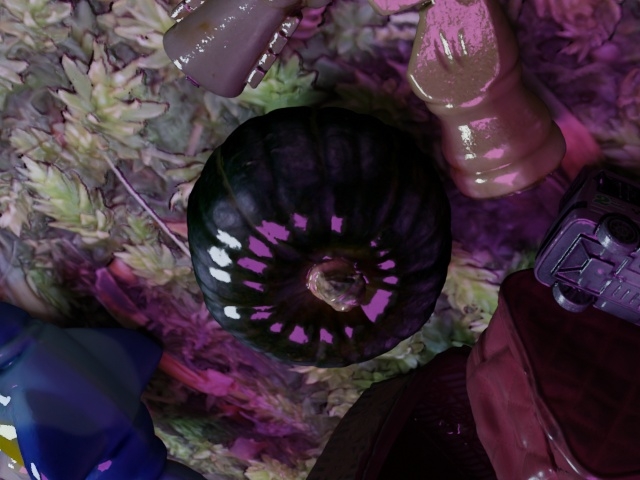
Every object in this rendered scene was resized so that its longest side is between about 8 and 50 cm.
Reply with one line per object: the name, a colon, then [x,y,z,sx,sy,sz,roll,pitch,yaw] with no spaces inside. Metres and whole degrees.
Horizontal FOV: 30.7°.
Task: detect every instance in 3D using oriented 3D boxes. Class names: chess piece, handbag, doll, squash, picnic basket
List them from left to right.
doll: [-0.292,0.166,1.175,0.366,0.187,0.376,7,160,24]
squash: [-0.001,-0.002,0.905,0.218,0.172,0.218,9,135,9]
picnic basket: [0.118,0.246,1.090,0.297,0.222,0.129,47,151,-24]
chess piece: [0.099,-0.133,0.824,0.090,0.090,0.200,-14,118,29]
handbag: [0.208,0.132,0.922,0.146,0.225,0.135,-2,138,-16]

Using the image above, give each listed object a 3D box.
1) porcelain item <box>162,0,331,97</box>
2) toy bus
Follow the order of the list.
porcelain item: [-0.031,-0.189,0.828,0.084,0.054,0.213,34,134,-16]
toy bus: [0.257,0.016,0.888,0.178,0.098,0.087,22,135,-5]
